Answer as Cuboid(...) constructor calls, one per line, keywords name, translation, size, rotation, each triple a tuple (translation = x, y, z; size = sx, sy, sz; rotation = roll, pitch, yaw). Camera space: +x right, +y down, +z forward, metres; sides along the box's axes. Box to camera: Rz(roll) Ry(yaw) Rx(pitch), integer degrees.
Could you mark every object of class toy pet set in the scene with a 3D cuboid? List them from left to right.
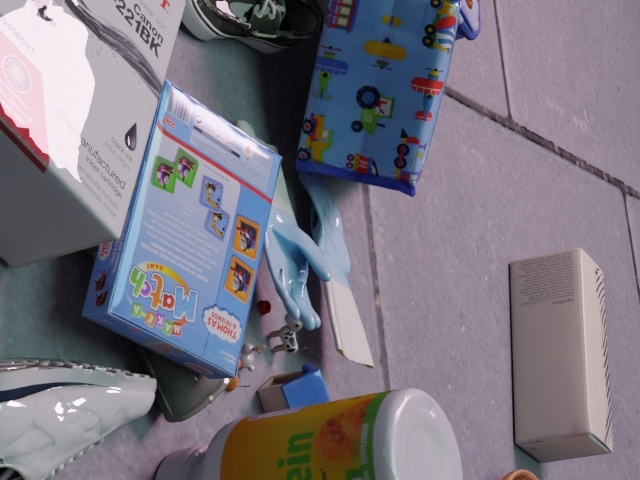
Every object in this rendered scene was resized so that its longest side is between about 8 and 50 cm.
Cuboid(name="toy pet set", translation=(-0.037, 0.121, 1.535), size=(0.122, 0.065, 0.114), rotation=(-38, 112, -60))

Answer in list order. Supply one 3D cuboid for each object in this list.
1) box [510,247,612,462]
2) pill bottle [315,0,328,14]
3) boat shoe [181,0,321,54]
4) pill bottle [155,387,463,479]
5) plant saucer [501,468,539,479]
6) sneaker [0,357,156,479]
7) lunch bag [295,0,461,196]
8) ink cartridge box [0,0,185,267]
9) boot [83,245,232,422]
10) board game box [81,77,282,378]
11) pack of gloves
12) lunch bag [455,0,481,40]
Cuboid(name="box", translation=(0.329, 0.156, 2.154), size=(0.094, 0.113, 0.275), rotation=(39, 47, -51))
Cuboid(name="pill bottle", translation=(0.002, -0.358, 1.774), size=(0.193, 0.108, 0.108), rotation=(68, 29, -17))
Cuboid(name="boat shoe", translation=(-0.073, -0.244, 1.623), size=(0.219, 0.070, 0.077), rotation=(3, 75, -61))
Cuboid(name="pill bottle", translation=(-0.015, 0.210, 1.341), size=(0.136, 0.246, 0.136), rotation=(35, 49, -52))
Cuboid(name="plant saucer", translation=(0.254, 0.391, 1.990), size=(0.200, 0.037, 0.200), rotation=(33, 51, -53))
Cuboid(name="sneaker", translation=(-0.212, 0.138, 1.201), size=(0.235, 0.090, 0.094), rotation=(4, 88, -58))
Cuboid(name="lunch bag", translation=(0.080, -0.186, 1.760), size=(0.293, 0.138, 0.221), rotation=(-44, 147, -77))
Cuboid(name="ink cartridge box", translation=(-0.226, -0.149, 1.249), size=(0.197, 0.114, 0.273), rotation=(50, 37, -40))
Cuboid(name="boot", translation=(-0.127, 0.027, 1.400), size=(0.208, 0.076, 0.189), rotation=(58, 47, -20))
Cuboid(name="board game box", translation=(-0.113, -0.007, 1.344), size=(0.160, 0.039, 0.211), rotation=(33, 60, -44))
Cuboid(name="pack of gloves", translation=(0.000, 0.000, 1.631), size=(0.195, 0.046, 0.232), rotation=(31, 40, -55))
Cuboid(name="lunch bag", translation=(0.105, -0.402, 1.986), size=(0.303, 0.115, 0.243), rotation=(52, 34, -40))
